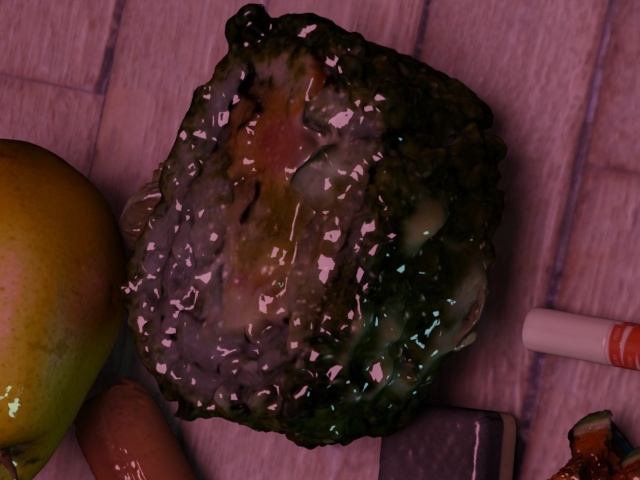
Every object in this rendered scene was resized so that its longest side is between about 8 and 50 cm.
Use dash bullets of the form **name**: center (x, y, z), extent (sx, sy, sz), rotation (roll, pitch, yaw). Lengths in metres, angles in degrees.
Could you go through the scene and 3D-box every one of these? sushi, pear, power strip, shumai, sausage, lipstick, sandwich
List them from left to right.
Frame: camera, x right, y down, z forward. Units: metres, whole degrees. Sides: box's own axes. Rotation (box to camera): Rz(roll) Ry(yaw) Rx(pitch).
- **pear**: center (-0.301, 0.072, 1.812), extent (0.285, 0.285, 0.336), rotation (-23, 79, 29)
- **sausage**: center (-0.140, 0.257, 1.802), extent (0.086, 0.086, 0.289), rotation (-39, 66, 24)
- **shumai**: center (-0.121, -0.028, 1.824), extent (0.087, 0.124, 0.099), rotation (-89, 23, -51)
- **sushi**: center (0.000, 0.000, 1.646), extent (0.294, 0.178, 0.352), rotation (23, 93, 46)
- **power strip**: center (0.099, 0.267, 1.662), extent (0.105, 0.070, 0.257), rotation (4, 87, 35)
- **lipstick**: center (0.230, 0.082, 1.610), extent (0.131, 0.038, 0.038), rotation (9, 91, 33)
- **sandwich**: center (0.249, 0.235, 1.527), extent (0.079, 0.159, 0.235), rotation (-32, 50, 31)

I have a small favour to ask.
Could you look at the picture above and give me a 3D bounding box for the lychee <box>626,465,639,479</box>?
- **lychee**: center (0.355, 0.099, 1.410), extent (0.300, 0.255, 0.255), rotation (-40, 67, 14)
